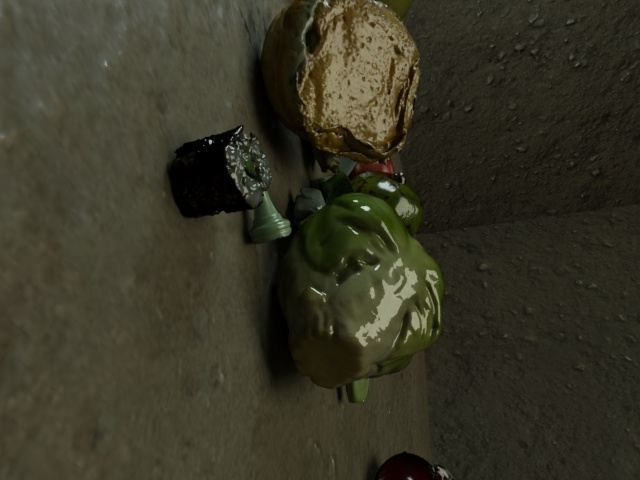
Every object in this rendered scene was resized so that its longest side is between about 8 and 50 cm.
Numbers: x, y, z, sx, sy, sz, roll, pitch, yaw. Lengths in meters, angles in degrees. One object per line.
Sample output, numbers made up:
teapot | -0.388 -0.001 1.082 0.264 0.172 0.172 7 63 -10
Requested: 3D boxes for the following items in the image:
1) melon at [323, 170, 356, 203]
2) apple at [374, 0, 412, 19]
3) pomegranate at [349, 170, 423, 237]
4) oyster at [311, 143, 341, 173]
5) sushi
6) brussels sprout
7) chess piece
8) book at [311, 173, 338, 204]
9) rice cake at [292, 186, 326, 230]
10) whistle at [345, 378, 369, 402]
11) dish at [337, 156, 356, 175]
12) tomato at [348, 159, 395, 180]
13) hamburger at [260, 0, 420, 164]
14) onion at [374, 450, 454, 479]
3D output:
melon | 0.048 -0.065 0.987 0.209 0.064 0.118 -106 173 -61
apple | 0.104 -0.680 1.299 0.295 0.257 0.233 60 27 -46
pomegranate | 0.136 -0.052 1.156 0.246 0.198 0.198 83 8 -55
oyster | 0.003 -0.312 1.060 0.201 0.107 0.354 117 -29 -56
sushi | -0.104 -0.067 0.538 0.094 0.084 0.098 -67 143 -58
brussels sprout | 0.066 0.087 0.775 0.274 0.242 0.317 53 38 -47
chess piece | -0.085 -0.072 0.671 0.059 0.059 0.149 -40 116 -72
book | 0.039 -0.053 1.182 0.295 0.020 0.208 -38 119 -72
rice cake | 0.000 0.000 0.919 0.069 0.063 0.206 -88 162 -52
whistle | 0.068 0.178 1.027 0.141 0.141 0.294 -33 133 -74
dish | 0.065 -0.309 1.298 0.182 0.080 0.243 36 48 -70
tomato | 0.150 -0.184 1.432 0.195 0.136 0.195 -9 90 -75
hamburger | 0.036 -0.280 0.858 0.318 0.158 0.319 1 88 -36
onion | 0.230 0.658 1.155 0.314 0.232 0.314 52 13 -17
